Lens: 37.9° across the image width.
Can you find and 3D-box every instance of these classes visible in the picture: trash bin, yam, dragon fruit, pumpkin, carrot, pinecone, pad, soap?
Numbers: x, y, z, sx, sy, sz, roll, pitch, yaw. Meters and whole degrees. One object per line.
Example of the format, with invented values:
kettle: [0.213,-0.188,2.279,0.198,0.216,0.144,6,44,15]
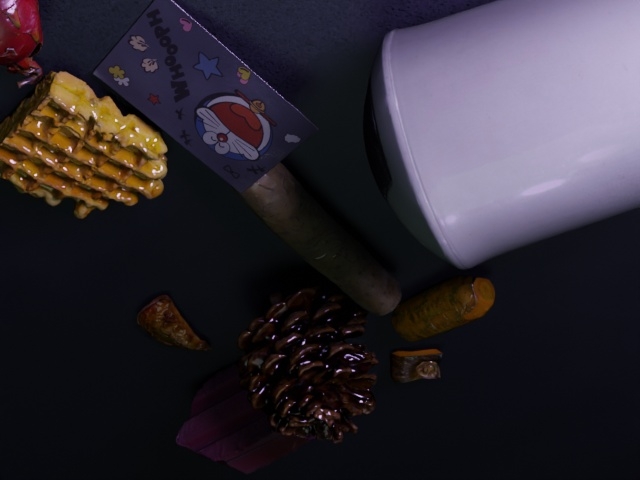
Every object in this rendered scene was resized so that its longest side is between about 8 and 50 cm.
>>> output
trash bin: [0.259,-0.143,1.000,0.432,0.280,0.280,-17,140,19]
yam: [0.000,0.000,1.367,0.083,0.083,0.371,-19,137,26]
dragon fruit: [-0.356,-0.227,1.065,0.094,0.094,0.190,3,150,-1]
pumpkin: [0.177,0.224,1.707,0.101,0.035,0.073,-2,132,11]
carrot: [0.200,0.107,1.507,0.082,0.082,0.173,29,143,-32]
pinecone: [-0.026,0.201,1.505,0.243,0.257,0.243,0,160,0]
pad: [-0.143,-0.171,1.145,0.245,0.006,0.170,39,133,-19]
soap: [-0.151,0.337,1.753,0.289,0.182,0.112,-32,134,30]

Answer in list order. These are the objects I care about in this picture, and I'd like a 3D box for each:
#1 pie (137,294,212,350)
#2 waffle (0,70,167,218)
pie: [-0.266,0.157,1.636,0.088,0.033,0.191,-7,143,19]
waffle: [-0.319,-0.106,1.254,0.219,0.057,0.229,29,137,-32]
